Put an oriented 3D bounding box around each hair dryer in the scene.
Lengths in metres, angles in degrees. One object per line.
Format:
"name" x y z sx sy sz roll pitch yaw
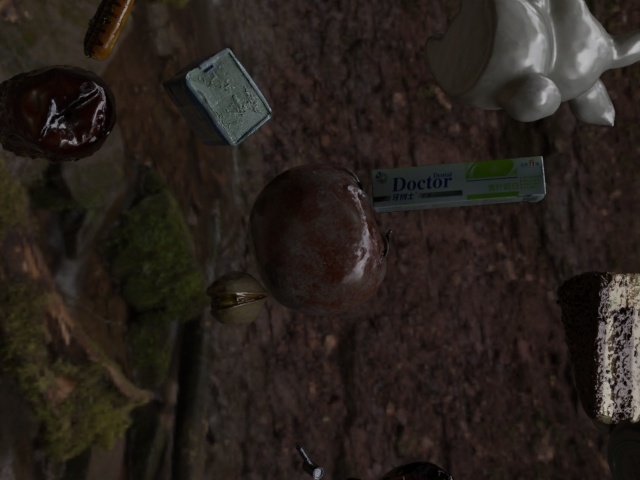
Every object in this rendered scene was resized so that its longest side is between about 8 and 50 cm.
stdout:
"hair dryer" -0.029 0.435 1.685 0.047 0.026 0.083 16 -38 55

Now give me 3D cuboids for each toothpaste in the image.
"toothpaste" 0.270 -0.109 1.683 0.067 0.337 0.081 39 48 -79

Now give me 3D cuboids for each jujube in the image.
"jujube" -0.636 -0.294 1.993 0.259 0.377 0.258 4 84 -40

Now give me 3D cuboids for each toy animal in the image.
"toy animal" 0.359 -0.278 1.322 0.196 0.368 0.241 -56 -131 42

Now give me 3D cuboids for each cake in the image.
"cake" 0.477 0.162 1.381 0.135 0.112 0.245 114 -24 -56

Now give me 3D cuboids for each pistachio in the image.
"pistachio" -0.161 0.112 1.618 0.149 0.113 0.113 -18 101 -77

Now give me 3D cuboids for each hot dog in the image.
"hot dog" -0.282 -0.293 1.120 0.037 0.049 0.122 4 119 -53

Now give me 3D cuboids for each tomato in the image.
"tomato" 0.000 0.000 1.740 0.317 0.283 0.316 159 -90 -86

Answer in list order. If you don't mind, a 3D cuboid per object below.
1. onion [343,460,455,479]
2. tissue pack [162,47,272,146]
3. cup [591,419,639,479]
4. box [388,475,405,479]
"onion" 0.118 0.442 1.344 0.140 0.218 0.195 -52 154 -42
"tissue pack" -0.249 -0.337 2.024 0.198 0.146 0.263 55 -12 -18
"cup" 0.674 0.371 1.618 0.357 0.275 0.259 27 -45 50
"box" 0.107 0.356 1.107 0.082 0.023 0.051 -91 167 -58
